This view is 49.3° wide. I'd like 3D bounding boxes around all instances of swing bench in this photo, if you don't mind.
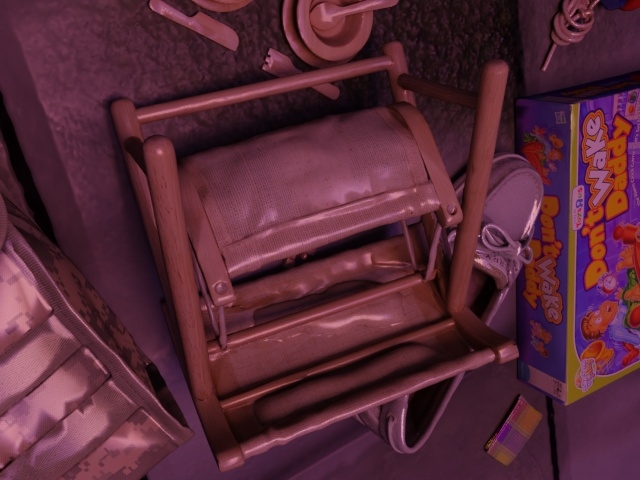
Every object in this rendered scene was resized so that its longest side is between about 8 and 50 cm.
[{"bbox_3d":[0.000,0.000,0.547,0.253,0.165,0.255,-16,115,-18],"label":"swing bench"}]

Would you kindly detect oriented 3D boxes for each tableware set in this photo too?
[{"bbox_3d":[-0.030,-0.203,0.559,0.194,0.039,0.128,18,94,-34],"label":"tableware set"}]

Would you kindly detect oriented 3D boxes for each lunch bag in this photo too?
[{"bbox_3d":[-0.259,0.074,0.427,0.235,0.169,0.287,-39,113,-13],"label":"lunch bag"}]

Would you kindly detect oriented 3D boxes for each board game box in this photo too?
[{"bbox_3d":[0.341,-0.010,0.820,0.233,0.078,0.347,-17,112,-27],"label":"board game box"}]

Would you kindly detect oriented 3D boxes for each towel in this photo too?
[{"bbox_3d":[0.243,0.239,0.873,0.060,0.009,0.083,39,83,-34],"label":"towel"}]

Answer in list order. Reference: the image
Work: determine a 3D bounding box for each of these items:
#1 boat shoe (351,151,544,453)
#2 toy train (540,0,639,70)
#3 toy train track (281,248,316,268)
[{"bbox_3d":[0.139,0.057,0.700,0.118,0.103,0.320,40,82,-33],"label":"boat shoe"},{"bbox_3d":[0.336,-0.274,0.700,0.105,0.143,0.248,29,88,-34],"label":"toy train"},{"bbox_3d":[-0.014,-0.012,0.640,0.048,0.014,0.083,21,92,-34],"label":"toy train track"}]
